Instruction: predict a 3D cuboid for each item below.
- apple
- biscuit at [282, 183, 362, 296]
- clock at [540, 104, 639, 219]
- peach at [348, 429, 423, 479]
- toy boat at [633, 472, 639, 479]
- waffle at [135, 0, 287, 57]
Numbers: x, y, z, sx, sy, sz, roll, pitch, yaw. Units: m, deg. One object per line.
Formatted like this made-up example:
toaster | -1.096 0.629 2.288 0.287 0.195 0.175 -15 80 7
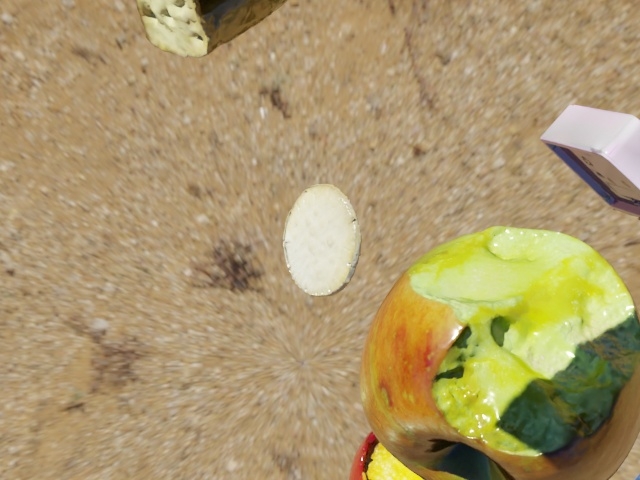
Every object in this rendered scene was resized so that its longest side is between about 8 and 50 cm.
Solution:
apple | 0.158 0.099 1.206 0.246 0.246 0.226 23 64 1
biscuit | 0.000 0.000 1.812 0.020 0.152 0.152 0 84 -39
clock | 0.372 -0.091 1.746 0.150 0.197 0.063 41 88 -17
peach | 0.119 0.270 1.506 0.190 0.226 0.196 38 89 6
toy boat | 0.397 0.340 1.699 0.114 0.115 0.262 42 78 -1
waffle | -0.038 -0.233 0.703 0.168 0.274 0.057 -38 50 -26
